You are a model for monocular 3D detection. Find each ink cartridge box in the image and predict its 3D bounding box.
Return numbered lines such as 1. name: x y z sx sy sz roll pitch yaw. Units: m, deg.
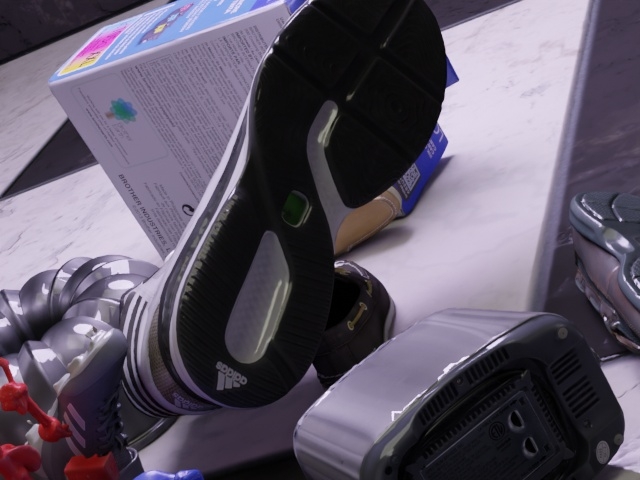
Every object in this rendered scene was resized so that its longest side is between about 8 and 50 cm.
1. ink cartridge box: -0.051 -0.141 1.691 0.395 0.270 0.151 -12 31 36

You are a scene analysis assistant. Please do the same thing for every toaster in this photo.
1. toaster: 0.081 0.138 1.071 0.227 0.129 0.146 -37 18 -19

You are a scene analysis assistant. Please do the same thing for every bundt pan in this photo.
1. bundt pan: -0.268 0.124 1.545 0.331 0.124 0.331 -23 21 9

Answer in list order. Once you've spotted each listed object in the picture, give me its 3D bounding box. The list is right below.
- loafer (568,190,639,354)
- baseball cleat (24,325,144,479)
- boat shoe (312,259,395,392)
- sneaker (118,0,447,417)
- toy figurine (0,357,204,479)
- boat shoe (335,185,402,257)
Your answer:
1. loafer: 0.250 0.045 1.178 0.096 0.084 0.267 2 23 -9
2. baseball cleat: -0.181 0.152 1.327 0.072 0.109 0.206 -50 -2 -41
3. boat shoe: 0.019 0.061 1.407 0.081 0.069 0.228 -25 21 7
4. sneaker: -0.064 -0.040 1.408 0.257 0.169 0.447 -23 35 56
5. toy figurine: -0.179 0.230 1.103 0.217 0.191 0.362 -11 27 27
6. boat shoe: 0.000 0.000 1.604 0.190 0.068 0.072 -27 30 32
